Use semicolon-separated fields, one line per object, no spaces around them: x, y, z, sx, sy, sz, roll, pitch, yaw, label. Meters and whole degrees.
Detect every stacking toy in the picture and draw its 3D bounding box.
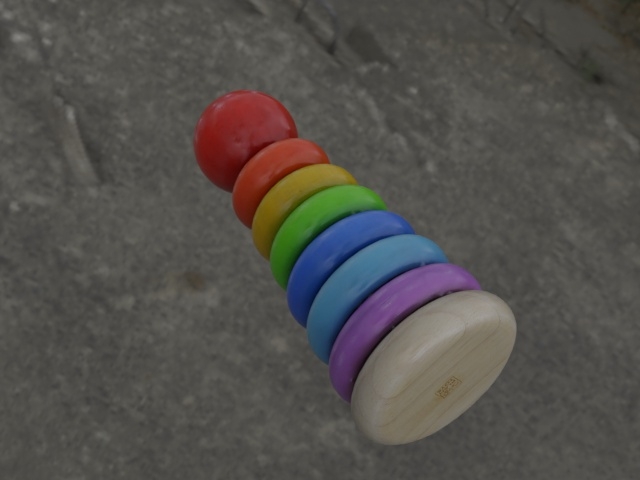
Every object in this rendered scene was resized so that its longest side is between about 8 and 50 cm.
0.000;0.000;0.909;0.141;0.141;0.330;-1;40;-45;stacking toy
